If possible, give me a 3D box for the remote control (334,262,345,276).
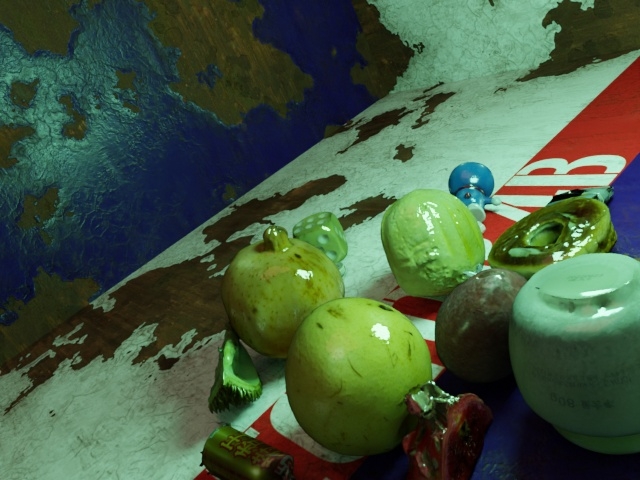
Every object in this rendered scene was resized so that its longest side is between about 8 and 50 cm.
[{"bbox_3d":[-0.008,0.148,2.112,0.221,0.042,0.078,-28,22,-6],"label":"remote control"}]

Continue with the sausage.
[{"bbox_3d":[-0.154,0.525,1.357,0.317,0.117,0.125,1,39,49],"label":"sausage"}]

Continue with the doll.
[{"bbox_3d":[0.533,-0.159,2.076,0.215,0.161,0.257,1,49,25],"label":"doll"}]

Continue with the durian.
[{"bbox_3d":[-0.278,0.371,1.722,0.163,0.198,0.394,-27,20,3],"label":"durian"}]

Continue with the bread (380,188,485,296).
[{"bbox_3d":[0.328,0.005,1.714,0.237,0.321,0.321,-29,18,32],"label":"bread"}]

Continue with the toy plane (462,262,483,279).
[{"bbox_3d":[0.463,0.119,1.471,0.058,0.226,0.226,-57,-8,-13],"label":"toy plane"}]

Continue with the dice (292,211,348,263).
[{"bbox_3d":[0.000,0.000,2.252,0.169,0.170,0.166,-21,24,13],"label":"dice"}]

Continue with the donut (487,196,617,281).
[{"bbox_3d":[0.621,0.029,1.563,0.330,0.160,0.330,-33,14,9],"label":"donut"}]

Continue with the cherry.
[{"bbox_3d":[0.379,0.183,1.331,0.221,0.308,0.261,26,46,15],"label":"cherry"}]

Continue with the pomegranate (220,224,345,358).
[{"bbox_3d":[-0.111,0.142,1.752,0.409,0.410,0.410,-22,23,10],"label":"pomegranate"}]

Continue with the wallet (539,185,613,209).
[{"bbox_3d":[0.759,-0.120,1.745,0.170,0.070,0.231,-12,9,45],"label":"wallet"}]

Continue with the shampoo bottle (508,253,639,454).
[{"bbox_3d":[0.511,0.199,1.080,0.322,0.318,0.322,-24,25,12],"label":"shampoo bottle"}]

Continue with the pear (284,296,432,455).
[{"bbox_3d":[0.086,0.300,1.313,0.348,0.349,0.348,-22,23,10],"label":"pear"}]

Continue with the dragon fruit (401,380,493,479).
[{"bbox_3d":[0.230,0.375,1.170,0.134,0.212,0.262,1,29,36],"label":"dragon fruit"}]

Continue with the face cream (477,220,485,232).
[{"bbox_3d":[0.442,0.004,1.914,0.198,0.057,0.084,-33,24,-20],"label":"face cream"}]

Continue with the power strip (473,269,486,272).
[{"bbox_3d":[0.405,0.164,1.560,0.053,0.093,0.288,-6,31,47],"label":"power strip"}]
